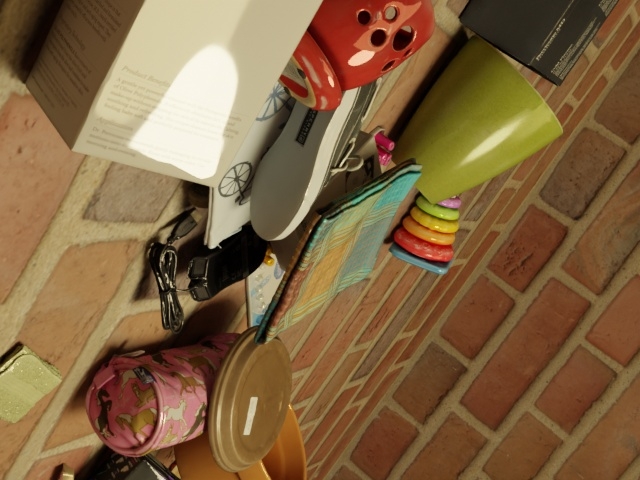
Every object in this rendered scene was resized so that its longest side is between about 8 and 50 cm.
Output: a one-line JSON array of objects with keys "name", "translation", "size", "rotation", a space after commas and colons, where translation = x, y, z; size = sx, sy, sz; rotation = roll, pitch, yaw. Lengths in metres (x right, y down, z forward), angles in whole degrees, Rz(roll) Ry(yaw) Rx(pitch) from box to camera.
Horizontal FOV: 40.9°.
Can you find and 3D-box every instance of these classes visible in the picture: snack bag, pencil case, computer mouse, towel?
[{"name": "snack bag", "translation": [-0.047, -0.175, 1.270], "size": [0.323, 0.037, 0.342], "rotation": [-37, 155, -32]}, {"name": "pencil case", "translation": [-0.246, 0.267, 1.559], "size": [0.386, 0.160, 0.167], "rotation": [-2, 104, -65]}, {"name": "computer mouse", "translation": [-0.192, 0.014, 1.415], "size": [0.262, 0.060, 0.184], "rotation": [-40, 137, -40]}, {"name": "towel", "translation": [0.039, 0.014, 1.449], "size": [0.370, 0.040, 0.271], "rotation": [-31, 151, -56]}, {"name": "towel", "translation": [-0.441, 0.213, 1.249], "size": [0.110, 0.027, 0.148], "rotation": [-45, 159, -14]}]

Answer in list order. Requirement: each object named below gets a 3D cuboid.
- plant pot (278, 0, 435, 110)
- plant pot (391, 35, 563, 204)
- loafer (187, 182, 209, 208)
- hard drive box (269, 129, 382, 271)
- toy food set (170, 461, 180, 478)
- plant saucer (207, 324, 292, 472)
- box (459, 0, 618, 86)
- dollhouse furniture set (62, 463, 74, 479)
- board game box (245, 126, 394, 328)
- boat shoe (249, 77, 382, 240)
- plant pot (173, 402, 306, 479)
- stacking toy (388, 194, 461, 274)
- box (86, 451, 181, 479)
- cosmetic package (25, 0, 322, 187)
[{"name": "plant pot", "translation": [0.013, -0.267, 1.029], "size": [0.174, 0.191, 0.191], "rotation": [-40, 158, -10]}, {"name": "plant pot", "translation": [0.297, -0.221, 1.779], "size": [0.293, 0.275, 0.275], "rotation": [-43, 161, 8]}, {"name": "loafer", "translation": [-0.155, -0.067, 1.337], "size": [0.148, 0.056, 0.050], "rotation": [-18, 135, -56]}, {"name": "hard drive box", "translation": [0.009, -0.065, 1.530], "size": [0.232, 0.089, 0.181], "rotation": [-48, 145, -23]}, {"name": "toy food set", "translation": [-0.335, 0.542, 2.051], "size": [0.082, 0.020, 0.083], "rotation": [-37, 155, -34]}, {"name": "plant saucer", "translation": [-0.122, 0.298, 1.604], "size": [0.278, 0.041, 0.278], "rotation": [9, 90, -66]}, {"name": "box", "translation": [0.487, -0.522, 1.749], "size": [0.343, 0.179, 0.312], "rotation": [-57, 160, 15]}, {"name": "dollhouse furniture set", "translation": [-0.496, 0.456, 1.578], "size": [0.081, 0.091, 0.114], "rotation": [2, 109, -16]}, {"name": "board game box", "translation": [0.000, 0.000, 1.792], "size": [0.390, 0.050, 0.390], "rotation": [-41, 157, -25]}, {"name": "boat shoe", "translation": [-0.002, -0.134, 1.224], "size": [0.105, 0.113, 0.306], "rotation": [2, 117, -47]}, {"name": "plant pot", "translation": [-0.179, 0.443, 1.845], "size": [0.203, 0.291, 0.291], "rotation": [-21, 165, 14]}, {"name": "stacking toy", "translation": [0.299, -0.080, 2.186], "size": [0.175, 0.165, 0.302], "rotation": [-42, 153, -68]}, {"name": "box", "translation": [-0.396, 0.546, 1.656], "size": [0.270, 0.165, 0.143], "rotation": [-46, -157, -12]}, {"name": "cosmetic package", "translation": [-0.122, -0.255, 0.872], "size": [0.197, 0.155, 0.366], "rotation": [15, 114, -46]}]
